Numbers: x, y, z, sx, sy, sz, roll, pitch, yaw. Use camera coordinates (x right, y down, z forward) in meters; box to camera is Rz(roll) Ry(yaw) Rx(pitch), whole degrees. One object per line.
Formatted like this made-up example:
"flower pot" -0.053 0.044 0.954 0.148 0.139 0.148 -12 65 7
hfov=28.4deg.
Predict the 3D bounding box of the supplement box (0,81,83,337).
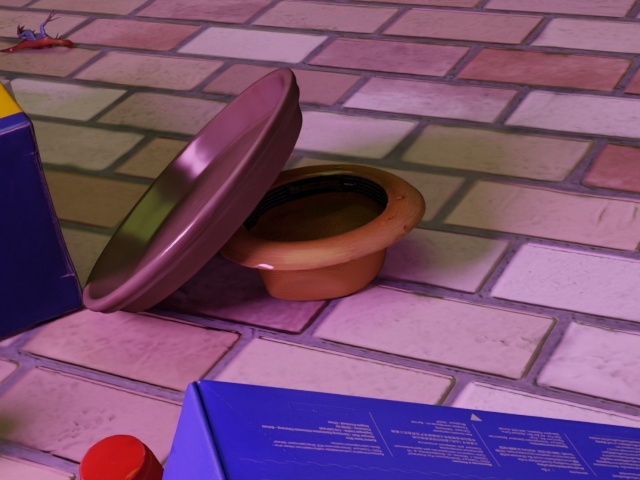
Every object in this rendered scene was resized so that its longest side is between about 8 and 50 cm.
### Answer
"supplement box" -0.388 -0.060 1.219 0.195 0.194 0.356 -21 33 -18

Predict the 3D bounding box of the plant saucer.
"plant saucer" -0.108 -0.039 1.128 0.278 0.041 0.278 -44 18 18

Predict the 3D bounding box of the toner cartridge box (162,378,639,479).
"toner cartridge box" 0.098 0.167 0.692 0.347 0.075 0.165 9 25 -20

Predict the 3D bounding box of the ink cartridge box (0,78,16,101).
"ink cartridge box" -0.438 -0.152 1.522 0.088 0.052 0.122 12 36 32

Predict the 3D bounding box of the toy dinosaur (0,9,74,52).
"toy dinosaur" -0.379 -0.270 1.732 0.082 0.047 0.090 34 84 38

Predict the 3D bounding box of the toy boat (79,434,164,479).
"toy boat" -0.085 0.260 0.690 0.267 0.148 0.318 -15 39 1

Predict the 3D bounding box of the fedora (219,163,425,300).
"fedora" 0.000 0.000 1.126 0.194 0.079 0.194 -5 29 3
